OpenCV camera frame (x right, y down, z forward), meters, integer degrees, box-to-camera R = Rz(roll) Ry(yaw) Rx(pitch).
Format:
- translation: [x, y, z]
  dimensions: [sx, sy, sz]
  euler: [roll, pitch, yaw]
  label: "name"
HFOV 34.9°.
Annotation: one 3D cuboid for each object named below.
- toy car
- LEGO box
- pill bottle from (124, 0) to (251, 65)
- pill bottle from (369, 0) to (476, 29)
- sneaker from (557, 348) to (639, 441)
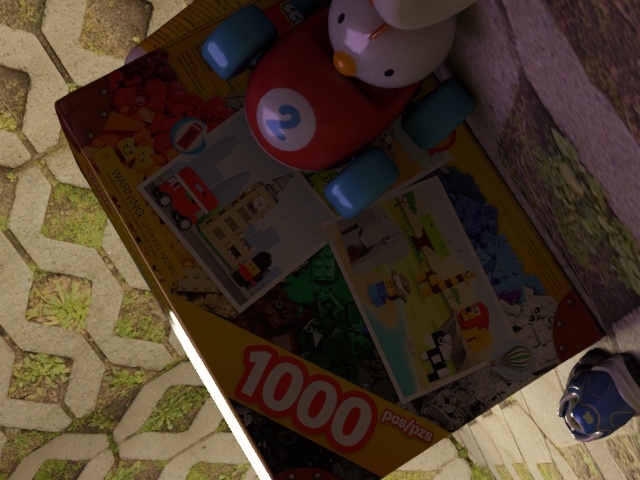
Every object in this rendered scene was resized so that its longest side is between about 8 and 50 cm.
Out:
- translation: [0.039, -0.170, 0.910]
  dimensions: [0.219, 0.210, 0.238]
  euler: [49, 163, -2]
  label: "toy car"
- translation: [0.000, 0.000, 1.126]
  dimensions: [0.500, 0.372, 0.193]
  euler: [58, 168, 9]
  label: "LEGO box"
- translation: [-0.138, -0.225, 1.366]
  dimensions: [0.188, 0.334, 0.188]
  euler: [49, 171, 11]
  label: "pill bottle"
- translation: [0.036, -0.262, 0.688]
  dimensions: [0.221, 0.121, 0.121]
  euler: [58, 175, 16]
  label: "pill bottle"
- translation: [0.283, 0.166, 1.074]
  dimensions: [0.080, 0.081, 0.211]
  euler: [56, 177, 13]
  label: "sneaker"
